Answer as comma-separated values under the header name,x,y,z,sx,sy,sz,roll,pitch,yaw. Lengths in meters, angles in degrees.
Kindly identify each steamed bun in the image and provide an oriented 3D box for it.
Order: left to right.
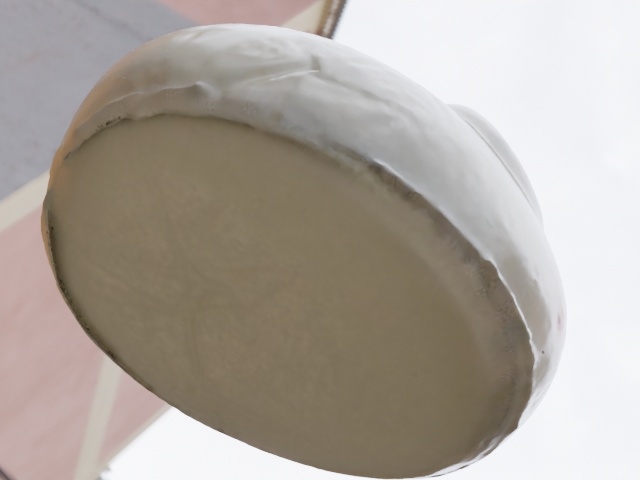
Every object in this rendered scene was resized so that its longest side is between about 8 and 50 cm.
name,x,y,z,sx,sy,sz,roll,pitch,yaw
steamed bun,0.000,0.000,0.550,0.228,0.130,0.177,29,-53,2
